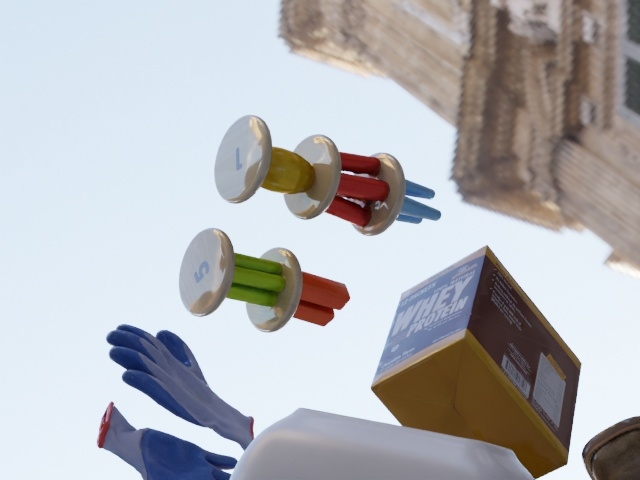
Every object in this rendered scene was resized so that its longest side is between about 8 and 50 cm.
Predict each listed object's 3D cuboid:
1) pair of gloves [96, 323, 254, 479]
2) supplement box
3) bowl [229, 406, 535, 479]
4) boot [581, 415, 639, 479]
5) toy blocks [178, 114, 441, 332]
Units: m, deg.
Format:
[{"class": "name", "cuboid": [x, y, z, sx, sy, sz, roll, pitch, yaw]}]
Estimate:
[{"class": "pair of gloves", "cuboid": [-0.108, 0.145, 1.188, 0.159, 0.198, 0.023, 38, -65, -23]}, {"class": "supplement box", "cuboid": [0.178, 0.149, 1.673, 0.129, 0.194, 0.191, -31, -72, 28]}, {"class": "bowl", "cuboid": [0.038, 0.114, 0.706, 0.142, 0.142, 0.053, 31, -110, -70]}, {"class": "boot", "cuboid": [0.371, 0.284, 1.581, 0.112, 0.115, 0.305, -30, -44, 14]}, {"class": "toy blocks", "cuboid": [0.000, 0.000, 0.902, 0.148, 0.054, 0.123, 14, -82, -35]}]
